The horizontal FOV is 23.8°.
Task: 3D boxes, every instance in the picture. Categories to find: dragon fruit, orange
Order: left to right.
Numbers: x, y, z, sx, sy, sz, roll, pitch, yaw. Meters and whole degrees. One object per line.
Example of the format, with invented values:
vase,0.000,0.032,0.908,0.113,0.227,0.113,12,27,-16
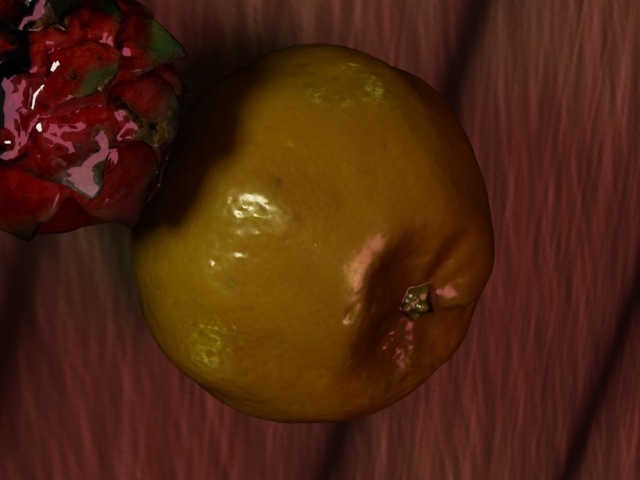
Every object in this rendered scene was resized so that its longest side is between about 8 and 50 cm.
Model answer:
dragon fruit,-0.166,-0.086,0.946,0.182,0.182,0.188,-50,118,-10
orange,0.000,0.000,1.085,0.279,0.235,0.279,-34,136,-41
